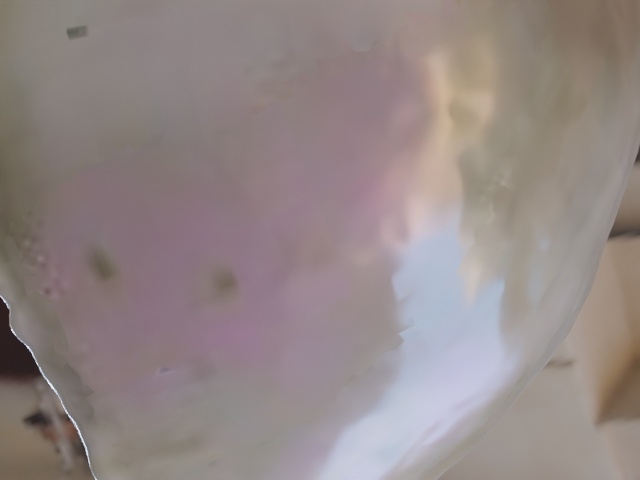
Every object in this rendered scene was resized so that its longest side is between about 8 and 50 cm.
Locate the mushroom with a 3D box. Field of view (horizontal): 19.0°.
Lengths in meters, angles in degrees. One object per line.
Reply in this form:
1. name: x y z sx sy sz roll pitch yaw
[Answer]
1. mushroom: 0.026 0.001 0.528 0.173 0.162 0.236 -17 165 15
